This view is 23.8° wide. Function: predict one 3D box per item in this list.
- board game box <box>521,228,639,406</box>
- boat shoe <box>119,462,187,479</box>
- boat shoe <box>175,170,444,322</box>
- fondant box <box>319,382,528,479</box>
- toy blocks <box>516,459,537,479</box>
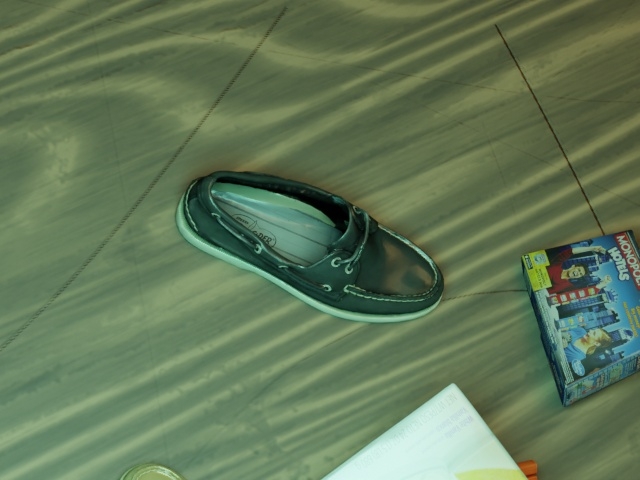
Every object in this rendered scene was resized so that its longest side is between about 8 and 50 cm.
[{"bbox_3d":[0.367,0.089,1.874,0.194,0.060,0.194,-12,57,-2],"label":"board game box"},{"bbox_3d":[-0.118,0.342,1.610,0.105,0.089,0.285,-29,66,-28],"label":"boat shoe"},{"bbox_3d":[0.001,-0.004,1.803,0.340,0.113,0.127,25,62,-6],"label":"boat shoe"},{"bbox_3d":[0.149,0.358,1.661,0.238,0.096,0.330,-36,82,-6],"label":"fondant box"},{"bbox_3d":[0.238,0.310,1.772,0.148,0.054,0.123,-6,69,-19],"label":"toy blocks"}]
